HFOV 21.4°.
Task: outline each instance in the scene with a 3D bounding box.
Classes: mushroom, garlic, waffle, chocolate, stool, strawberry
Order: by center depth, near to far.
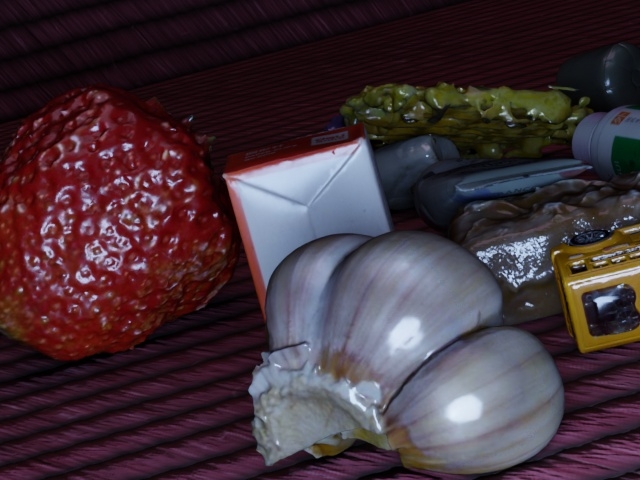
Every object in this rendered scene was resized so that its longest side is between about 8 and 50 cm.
[{"bbox_3d":[0.064,0.070,1.189,0.214,0.160,0.191,-6,20,40],"label":"garlic"},{"bbox_3d":[0.203,0.002,1.464,0.214,0.093,0.148,-12,12,6],"label":"chocolate"},{"bbox_3d":[-0.216,-0.006,1.630,0.257,0.257,0.277,3,47,50],"label":"strawberry"},{"bbox_3d":[0.048,-0.063,1.908,0.223,0.081,0.092,-11,3,14],"label":"mushroom"},{"bbox_3d":[0.167,-0.133,1.931,0.280,0.060,0.262,-4,-10,34],"label":"waffle"},{"bbox_3d":[0.354,-0.195,2.114,0.110,0.096,0.096,-6,15,47],"label":"stool"}]

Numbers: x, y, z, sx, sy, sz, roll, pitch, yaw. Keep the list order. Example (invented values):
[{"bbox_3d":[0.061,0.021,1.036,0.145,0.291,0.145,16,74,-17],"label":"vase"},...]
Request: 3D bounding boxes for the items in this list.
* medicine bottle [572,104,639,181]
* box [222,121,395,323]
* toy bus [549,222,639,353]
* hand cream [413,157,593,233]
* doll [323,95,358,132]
[{"bbox_3d":[0.342,-0.086,1.682,0.095,0.095,0.260,-18,15,-17],"label":"medicine bottle"},{"bbox_3d":[0.000,0.000,1.492,0.133,0.182,0.099,-16,14,6],"label":"box"},{"bbox_3d":[0.282,0.026,1.310,0.194,0.083,0.088,-15,17,6],"label":"toy bus"},{"bbox_3d":[0.156,-0.047,1.635,0.124,0.078,0.340,-9,1,-9],"label":"hand cream"},{"bbox_3d":[0.055,-0.168,2.372,0.110,0.067,0.206,-30,5,-8],"label":"doll"}]
